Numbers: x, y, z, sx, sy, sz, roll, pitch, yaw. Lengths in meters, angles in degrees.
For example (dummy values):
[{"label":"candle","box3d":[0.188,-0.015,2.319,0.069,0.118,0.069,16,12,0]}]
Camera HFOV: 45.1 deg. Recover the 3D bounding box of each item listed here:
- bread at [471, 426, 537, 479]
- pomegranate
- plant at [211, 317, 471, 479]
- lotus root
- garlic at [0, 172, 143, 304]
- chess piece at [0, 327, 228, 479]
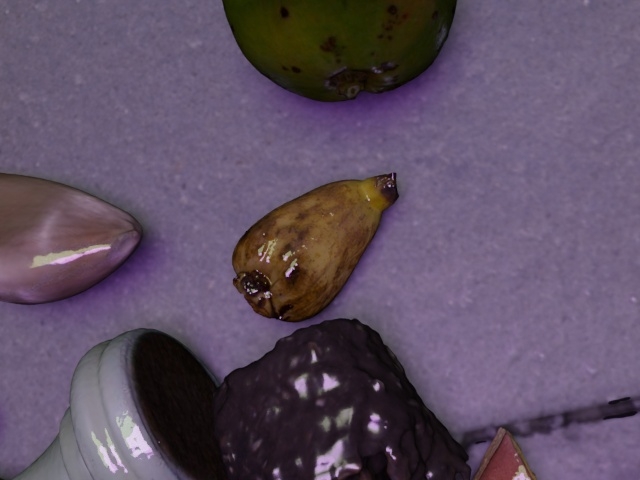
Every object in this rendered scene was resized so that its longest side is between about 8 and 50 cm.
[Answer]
[{"label":"bread","box3d":[0.159,0.275,0.666,0.119,0.067,0.192,30,81,24]},{"label":"pomegranate","box3d":[0.023,-0.282,0.770,0.236,0.236,0.301,-1,64,10]},{"label":"plant","box3d":[0.018,0.191,0.653,0.178,0.204,0.234,-34,61,10]},{"label":"lotus root","box3d":[0.000,0.000,0.760,0.191,0.094,0.108,-40,94,-10]},{"label":"garlic","box3d":[-0.328,-0.003,0.807,0.318,0.112,0.143,17,56,21]},{"label":"chess piece","box3d":[-0.235,0.229,0.702,0.299,0.194,0.194,-32,72,10]}]
